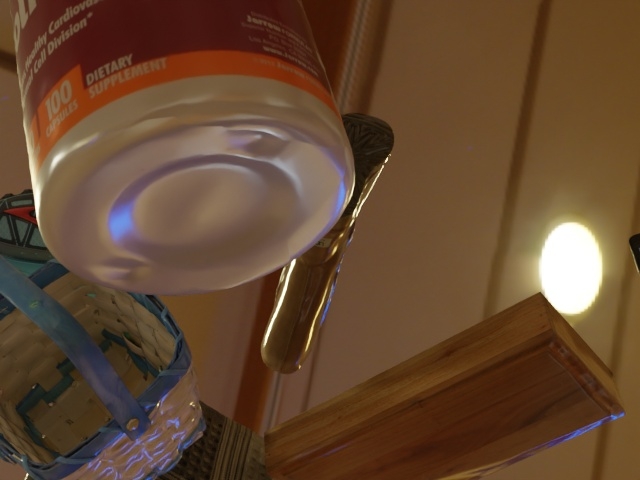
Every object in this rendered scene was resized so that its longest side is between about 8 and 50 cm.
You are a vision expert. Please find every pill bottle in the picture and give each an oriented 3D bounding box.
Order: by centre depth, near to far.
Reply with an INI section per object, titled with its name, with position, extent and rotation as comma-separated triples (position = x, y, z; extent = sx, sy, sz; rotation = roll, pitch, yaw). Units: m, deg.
[pill bottle]
position = -0.127, -0.175, 0.806
extent = 0.224, 0.224, 0.392
rotation = 10, -131, -37

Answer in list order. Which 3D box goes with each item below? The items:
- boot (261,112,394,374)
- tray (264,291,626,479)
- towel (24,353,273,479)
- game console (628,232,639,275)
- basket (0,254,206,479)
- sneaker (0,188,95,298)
[boot]
position = 0.000, 0.000, 1.301
extent = 0.089, 0.269, 0.236
rotation = 23, -136, 8
[tray]
position = 0.153, 0.234, 1.311
extent = 0.203, 0.411, 0.076
rotation = 43, -154, -37
[towel]
position = -0.197, 0.292, 1.250
extent = 0.312, 0.056, 0.324
rotation = 35, -153, -14
[game console]
position = 0.432, 0.003, 1.249
extent = 0.122, 0.107, 0.071
rotation = -90, -23, -48
[basket]
position = -0.246, 0.099, 0.959
extent = 0.201, 0.255, 0.289
rotation = -45, -36, -15
[sneaker]
position = -0.300, -0.020, 1.110
extent = 0.262, 0.104, 0.125
rotation = 19, -87, -22
